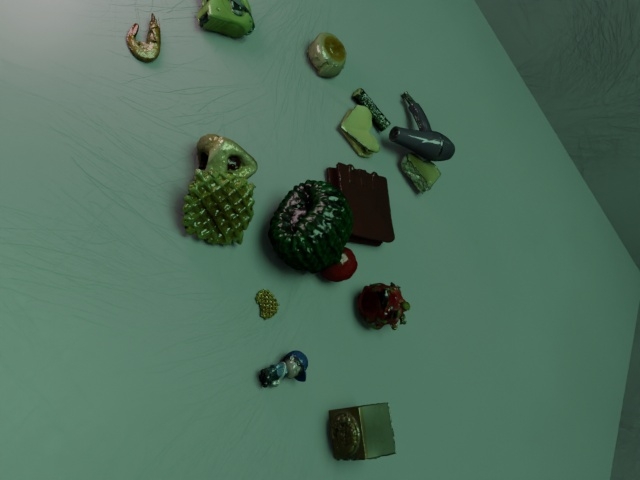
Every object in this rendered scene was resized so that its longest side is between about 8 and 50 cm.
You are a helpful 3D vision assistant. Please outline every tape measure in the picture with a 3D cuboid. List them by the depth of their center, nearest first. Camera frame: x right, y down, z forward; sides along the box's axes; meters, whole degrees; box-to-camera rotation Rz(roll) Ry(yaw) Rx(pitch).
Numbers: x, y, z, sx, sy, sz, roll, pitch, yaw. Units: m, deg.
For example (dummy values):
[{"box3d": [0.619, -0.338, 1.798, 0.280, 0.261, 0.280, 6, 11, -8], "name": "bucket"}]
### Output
[{"box3d": [-0.299, -0.745, 1.813, 0.200, 0.106, 0.175, 1, 76, -44], "name": "tape measure"}]

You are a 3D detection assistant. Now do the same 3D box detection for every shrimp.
[{"box3d": [-0.506, -0.587, 1.619, 0.095, 0.045, 0.162, 4, 75, -19], "name": "shrimp"}]

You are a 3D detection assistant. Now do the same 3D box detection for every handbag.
[{"box3d": [0.145, -0.124, 1.986, 0.260, 0.084, 0.275, 8, 68, -40], "name": "handbag"}]

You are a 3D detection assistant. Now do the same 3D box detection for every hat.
[{"box3d": [0.000, 0.000, 1.743, 0.274, 0.242, 0.332, -52, 135, -18], "name": "hat"}]

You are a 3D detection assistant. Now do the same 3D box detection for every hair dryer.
[{"box3d": [0.382, -0.486, 2.321, 0.301, 0.121, 0.360, 11, 48, -31], "name": "hair dryer"}]

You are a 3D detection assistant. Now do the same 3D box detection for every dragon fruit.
[{"box3d": [0.218, 0.219, 1.868, 0.172, 0.160, 0.166, 11, 24, -43], "name": "dragon fruit"}]

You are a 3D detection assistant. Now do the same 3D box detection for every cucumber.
[{"box3d": [0.197, -0.512, 2.210, 0.187, 0.058, 0.058, 47, 48, -16], "name": "cucumber"}]

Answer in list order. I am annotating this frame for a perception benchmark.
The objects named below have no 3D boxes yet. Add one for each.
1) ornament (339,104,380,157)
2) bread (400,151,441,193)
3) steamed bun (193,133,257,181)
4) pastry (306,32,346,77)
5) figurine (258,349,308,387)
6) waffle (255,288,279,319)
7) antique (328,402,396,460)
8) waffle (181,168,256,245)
[{"box3d": [0.137, -0.417, 2.118, 0.180, 0.059, 0.201, 3, 69, -41], "name": "ornament"}, {"box3d": [0.414, -0.265, 2.291, 0.232, 0.064, 0.172, 14, 52, -40], "name": "bread"}, {"box3d": [-0.285, -0.197, 1.593, 0.172, 0.141, 0.155, 35, 75, -33], "name": "steamed bun"}, {"box3d": [0.026, -0.691, 2.102, 0.166, 0.088, 0.165, 14, 67, -35], "name": "pastry"}, {"box3d": [-0.101, 0.365, 1.581, 0.149, 0.086, 0.087, -11, 40, -33], "name": "figurine"}, {"box3d": [-0.155, 0.183, 1.638, 0.078, 0.016, 0.085, -31, 96, -49], "name": "waffle"}, {"box3d": [0.115, 0.559, 1.642, 0.148, 0.147, 0.151, 7, 68, -39], "name": "antique"}, {"box3d": [-0.277, -0.089, 1.543, 0.214, 0.054, 0.207, 8, 107, -36], "name": "waffle"}]
